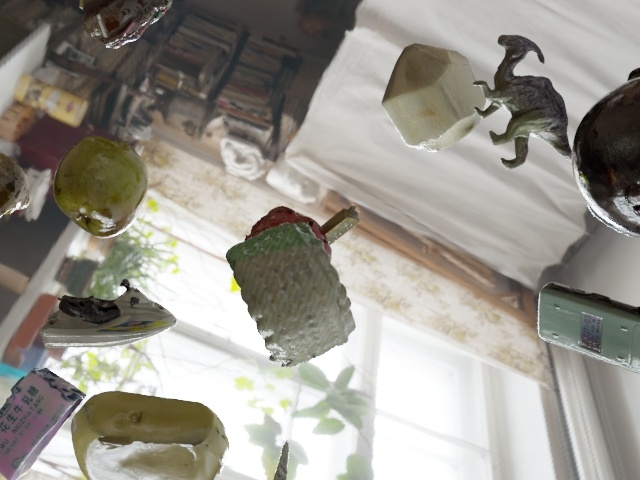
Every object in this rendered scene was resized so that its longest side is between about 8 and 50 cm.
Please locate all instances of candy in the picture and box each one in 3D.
[{"bbox_3d":[-0.461,0.286,1.080,0.160,0.092,0.073,-53,175,-6],"label":"candy"}]

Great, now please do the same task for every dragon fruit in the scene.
[{"bbox_3d":[-0.088,0.035,1.849,0.252,0.241,0.240,26,-88,43],"label":"dragon fruit"}]

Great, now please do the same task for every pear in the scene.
[{"bbox_3d":[-0.445,-0.109,1.394,0.200,0.200,0.200,-62,-169,22],"label":"pear"}]

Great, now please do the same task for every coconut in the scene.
[{"bbox_3d":[0.275,-0.364,1.708,0.237,0.265,0.237,-29,-173,4],"label":"coconut"}]

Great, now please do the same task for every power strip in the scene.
[{"bbox_3d":[0.000,0.000,1.977,0.305,0.064,0.044,-38,-125,31],"label":"power strip"}]

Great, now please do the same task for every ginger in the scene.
[{"bbox_3d":[-0.703,-0.073,1.396,0.294,0.086,0.131,-56,146,-49],"label":"ginger"}]

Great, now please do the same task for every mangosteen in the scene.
[{"bbox_3d":[0.550,-0.144,1.093,0.288,0.288,0.288,-62,-169,22],"label":"mangosteen"}]

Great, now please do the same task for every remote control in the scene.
[{"bbox_3d":[0.569,0.176,1.330,0.056,0.296,0.140,-35,128,-37],"label":"remote control"}]

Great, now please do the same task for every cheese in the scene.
[{"bbox_3d":[-0.289,0.382,1.186,0.128,0.260,0.315,-80,179,-50],"label":"cheese"}]

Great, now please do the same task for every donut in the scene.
[{"bbox_3d":[-0.464,-0.611,1.598,0.259,0.136,0.345,-36,-128,3],"label":"donut"}]

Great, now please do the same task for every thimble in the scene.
[{"bbox_3d":[-0.046,0.084,1.086,0.150,0.219,0.219,-24,-173,-7],"label":"thimble"}]

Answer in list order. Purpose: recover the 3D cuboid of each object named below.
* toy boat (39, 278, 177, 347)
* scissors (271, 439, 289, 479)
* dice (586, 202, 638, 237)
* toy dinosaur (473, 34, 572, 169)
[{"bbox_3d":[-0.451,0.158,1.459,0.141,0.270,0.140,167,-90,-85],"label":"toy boat"},{"bbox_3d":[-0.086,0.502,1.426,0.022,0.109,0.300,-57,-174,14],"label":"scissors"},{"bbox_3d":[0.788,-0.130,1.692,0.183,0.181,0.182,-31,148,-35],"label":"dice"},{"bbox_3d":[0.402,-0.262,1.368,0.162,0.294,0.077,-27,-154,14],"label":"toy dinosaur"}]
